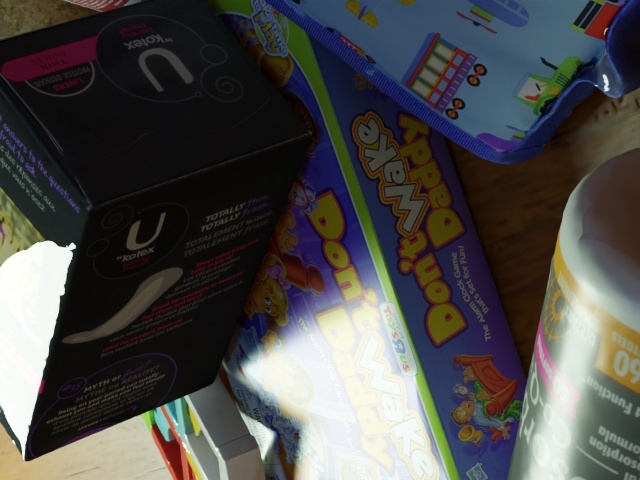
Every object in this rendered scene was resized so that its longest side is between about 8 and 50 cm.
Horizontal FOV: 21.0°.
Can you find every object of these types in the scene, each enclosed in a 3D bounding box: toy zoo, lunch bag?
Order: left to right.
[{"bbox_3d":[-0.096,0.146,1.326,0.192,0.030,0.293,89,155,-48],"label":"toy zoo"},{"bbox_3d":[0.066,-0.185,0.926,0.293,0.138,0.221,47,140,13],"label":"lunch bag"}]

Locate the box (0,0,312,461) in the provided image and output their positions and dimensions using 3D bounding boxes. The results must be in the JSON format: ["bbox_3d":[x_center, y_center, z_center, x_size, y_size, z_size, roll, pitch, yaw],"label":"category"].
[{"bbox_3d":[-0.139,-0.007,1.118,0.143,0.165,0.270,52,143,24],"label":"box"}]

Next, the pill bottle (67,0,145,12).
[{"bbox_3d":[-0.174,-0.209,1.191,0.086,0.152,0.086,-14,70,46],"label":"pill bottle"}]

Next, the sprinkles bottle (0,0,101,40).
[{"bbox_3d":[-0.259,-0.196,1.361,0.355,0.121,0.121,48,142,28],"label":"sprinkles bottle"}]

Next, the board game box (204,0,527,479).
[{"bbox_3d":[0.000,0.000,1.151,0.233,0.078,0.347,-13,98,56],"label":"board game box"}]

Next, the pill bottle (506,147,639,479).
[{"bbox_3d":[0.182,0.103,0.881,0.162,0.162,0.278,38,136,37],"label":"pill bottle"}]
